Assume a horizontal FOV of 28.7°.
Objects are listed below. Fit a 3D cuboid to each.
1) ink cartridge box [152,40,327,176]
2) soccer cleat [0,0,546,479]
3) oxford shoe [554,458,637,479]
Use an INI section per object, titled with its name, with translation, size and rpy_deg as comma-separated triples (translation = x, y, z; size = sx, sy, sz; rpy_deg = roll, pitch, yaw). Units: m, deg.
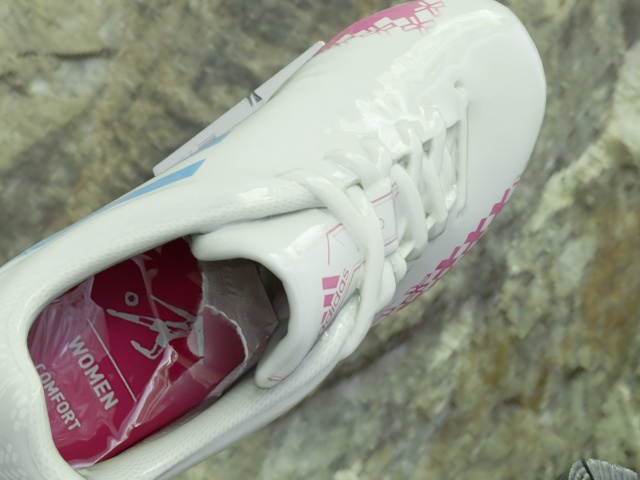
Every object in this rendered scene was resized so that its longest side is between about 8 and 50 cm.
[ink cartridge box]
translation = -0.031, -0.057, 1.187
size = 0.219, 0.160, 0.092
rpy_deg = -34, -27, 19
[soccer cleat]
translation = 0.000, 0.000, 0.479
size = 0.331, 0.116, 0.143
rpy_deg = -37, 15, -27
[oxford shoe]
translation = 0.242, 0.232, 0.917
size = 0.096, 0.227, 0.083
rpy_deg = -48, 22, 40
